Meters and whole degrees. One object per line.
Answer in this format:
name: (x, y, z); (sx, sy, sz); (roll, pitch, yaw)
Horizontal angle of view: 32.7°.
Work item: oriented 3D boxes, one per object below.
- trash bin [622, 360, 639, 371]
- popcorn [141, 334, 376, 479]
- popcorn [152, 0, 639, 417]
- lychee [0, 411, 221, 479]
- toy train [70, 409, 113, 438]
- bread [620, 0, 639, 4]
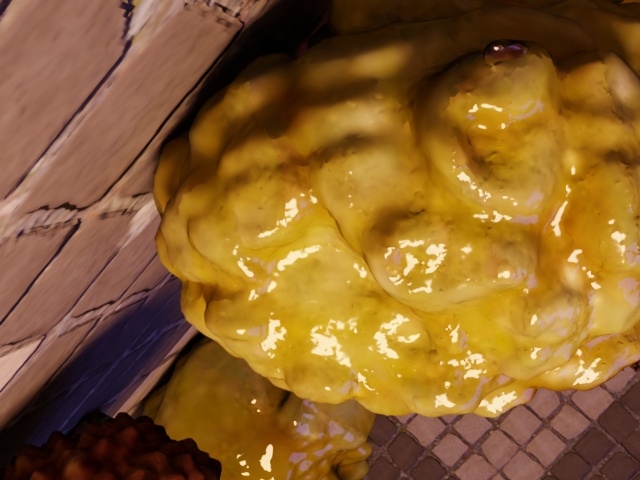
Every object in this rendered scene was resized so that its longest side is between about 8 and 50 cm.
trash bin: (0.131, -0.049, 0.630); (0.161, 0.239, 0.184); (-50, 175, 34)
popcorn: (-0.087, 0.214, 1.157); (0.292, 0.294, 0.334); (25, 76, -49)
popcorn: (0.043, -0.029, 0.415); (0.189, 0.218, 0.169); (-69, 149, -50)
lychee: (-0.124, 0.218, 0.575); (0.271, 0.271, 0.271); (-48, 177, -3)
toy train: (-0.205, 0.193, 0.845); (0.148, 0.038, 0.071); (-48, 174, 1)
bread: (0.277, -0.248, 1.073); (0.253, 0.142, 0.227); (-47, 175, -16)
